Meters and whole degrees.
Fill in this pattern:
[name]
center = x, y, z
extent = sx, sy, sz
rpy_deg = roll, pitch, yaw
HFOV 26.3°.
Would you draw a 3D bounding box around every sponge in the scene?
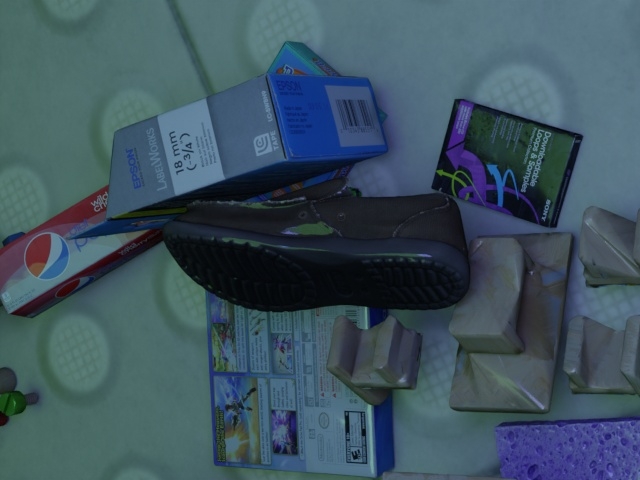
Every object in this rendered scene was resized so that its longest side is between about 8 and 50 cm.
[sponge]
center = 0.313, 0.269, 1.607
extent = 0.210, 0.031, 0.117
rpy_deg = -7, 90, 30

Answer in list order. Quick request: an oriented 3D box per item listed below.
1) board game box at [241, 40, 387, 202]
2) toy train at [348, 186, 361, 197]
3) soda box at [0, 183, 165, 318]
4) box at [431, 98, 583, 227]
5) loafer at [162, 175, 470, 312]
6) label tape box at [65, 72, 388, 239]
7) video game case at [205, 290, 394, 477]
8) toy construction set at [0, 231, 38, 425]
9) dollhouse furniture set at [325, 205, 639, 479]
[board game box]
center = -0.034, -0.126, 1.763
extent = 0.160, 0.047, 0.210
rpy_deg = 43, 114, 20
[toy train]
center = 0.033, -0.029, 1.751
extent = 0.023, 0.017, 0.083
rpy_deg = 21, 104, 37
[soda box]
center = -0.321, 0.004, 1.867
extent = 0.263, 0.083, 0.092
rpy_deg = -31, 78, 6
[box]
center = 0.221, -0.093, 1.632
extent = 0.162, 0.029, 0.116
rpy_deg = 20, 103, 26
[loafer]
center = 0.000, 0.000, 1.554
extent = 0.366, 0.134, 0.130
rpy_deg = 5, 52, 18
[label tape box]
center = -0.123, -0.102, 1.649
extent = 0.333, 0.240, 0.106
rpy_deg = -17, 86, 30
[video game case]
center = -0.029, 0.164, 1.776
extent = 0.244, 0.061, 0.270
rpy_deg = -1, 93, 28
[toy construction set]
center = -0.541, 0.134, 1.964
extent = 0.257, 0.237, 0.309
rpy_deg = -7, 91, 30
[dollhouse furniture set]
center = 0.217, 0.186, 1.560
extent = 0.362, 0.256, 0.394
rpy_deg = -2, 61, 29
